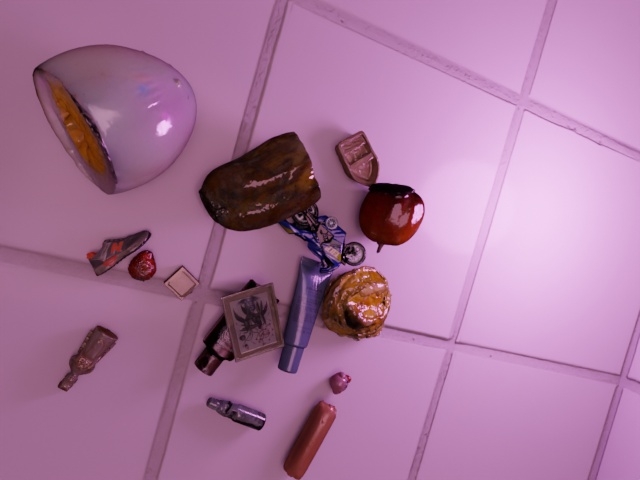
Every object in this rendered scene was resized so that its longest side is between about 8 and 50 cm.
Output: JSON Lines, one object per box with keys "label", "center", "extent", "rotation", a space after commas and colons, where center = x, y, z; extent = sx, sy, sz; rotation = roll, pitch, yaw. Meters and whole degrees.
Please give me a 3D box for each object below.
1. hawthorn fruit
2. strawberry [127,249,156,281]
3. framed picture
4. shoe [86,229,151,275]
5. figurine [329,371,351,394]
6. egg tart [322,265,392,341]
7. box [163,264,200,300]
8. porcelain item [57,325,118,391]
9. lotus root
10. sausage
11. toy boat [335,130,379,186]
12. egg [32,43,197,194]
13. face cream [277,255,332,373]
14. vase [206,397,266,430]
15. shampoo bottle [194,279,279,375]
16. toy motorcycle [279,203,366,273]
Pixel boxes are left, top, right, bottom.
{"label": "hawthorn fruit", "center": [0.238, -0.073, 1.547], "extent": [0.215, 0.215, 0.250], "rotation": [18, 90, -20]}
{"label": "strawberry", "center": [-0.532, 0.076, 1.367], "extent": [0.083, 0.083, 0.097], "rotation": [26, 80, -20]}
{"label": "framed picture", "center": [-0.211, 0.261, 1.449], "extent": [0.172, 0.010, 0.232], "rotation": [-16, 108, -19]}
{"label": "shoe", "center": [-0.596, 0.020, 1.342], "extent": [0.194, 0.074, 0.077], "rotation": [-37, 102, -9]}
{"label": "figurine", "center": [0.066, 0.512, 1.633], "extent": [0.066, 0.071, 0.083], "rotation": [23, 79, 21]}
{"label": "egg tart", "center": [0.148, 0.233, 1.588], "extent": [0.296, 0.132, 0.298], "rotation": [-8, 107, -28]}
{"label": "box", "center": [-0.433, 0.134, 1.429], "extent": [0.079, 0.035, 0.083], "rotation": [-43, 109, -9]}
{"label": "porcelain item", "center": [-0.704, 0.359, 1.357], "extent": [0.084, 0.054, 0.213], "rotation": [39, 85, -17]}
{"label": "lotus root", "center": [-0.184, -0.164, 1.372], "extent": [0.345, 0.250, 0.251], "rotation": [-25, 104, -15]}
{"label": "sausage", "center": [-0.036, 0.706, 1.615], "extent": [0.086, 0.086, 0.289], "rotation": [30, 88, -20]}
{"label": "toy boat", "center": [0.132, -0.268, 1.557], "extent": [0.116, 0.061, 0.188], "rotation": [-32, 106, -14]}
{"label": "egg", "center": [-0.494, -0.341, 1.198], "extent": [0.339, 0.354, 0.355], "rotation": [-38, 108, -32]}
{"label": "face cream", "center": [-0.060, 0.255, 1.550], "extent": [0.135, 0.086, 0.386], "rotation": [19, 84, -30]}
{"label": "vase", "center": [-0.286, 0.576, 1.525], "extent": [0.211, 0.060, 0.060], "rotation": [29, 87, -20]}
{"label": "shampoo bottle", "center": [-0.278, 0.287, 1.479], "extent": [0.129, 0.084, 0.323], "rotation": [39, 85, -22]}
{"label": "toy motorcycle", "center": [0.000, 0.000, 1.517], "extent": [0.315, 0.113, 0.169], "rotation": [41, 87, -5]}
